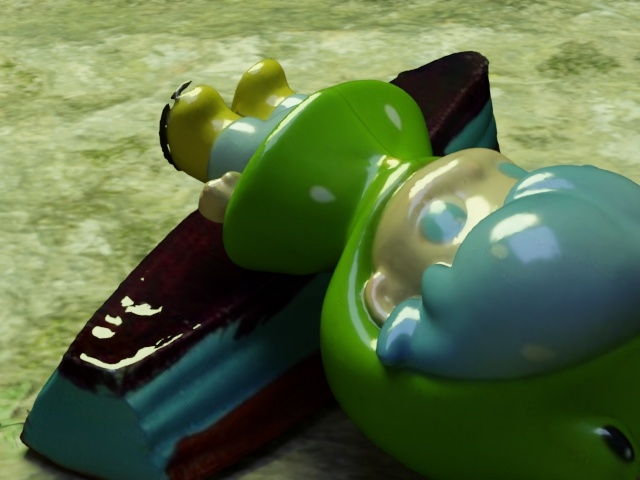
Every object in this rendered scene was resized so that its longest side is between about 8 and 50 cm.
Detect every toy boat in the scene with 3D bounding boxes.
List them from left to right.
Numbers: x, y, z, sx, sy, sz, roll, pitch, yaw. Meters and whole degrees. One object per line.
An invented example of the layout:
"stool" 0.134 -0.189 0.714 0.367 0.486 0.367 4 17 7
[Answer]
"toy boat" 0.000 0.000 0.933 0.136 0.079 0.392 15 34 27

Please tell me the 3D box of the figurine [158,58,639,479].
"figurine" 0.050 0.009 0.791 0.263 0.143 0.162 34 36 26
